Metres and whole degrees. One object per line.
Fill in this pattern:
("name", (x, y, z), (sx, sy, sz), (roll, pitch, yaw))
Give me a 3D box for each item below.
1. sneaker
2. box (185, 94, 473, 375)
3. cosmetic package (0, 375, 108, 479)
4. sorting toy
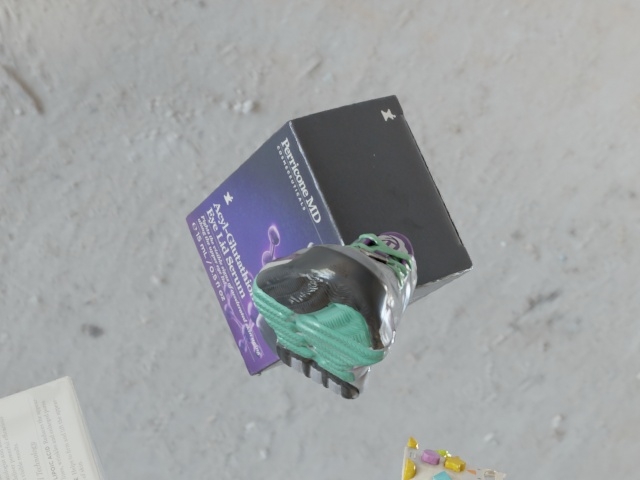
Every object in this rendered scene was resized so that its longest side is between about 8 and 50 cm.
("sneaker", (0.018, 0.021, 0.685), (0.098, 0.083, 0.224), (-58, 174, -15))
("box", (0.000, 0.000, 0.945), (0.108, 0.153, 0.207), (-17, 168, -34))
("cosmetic package", (-0.316, 0.263, 1.226), (0.183, 0.151, 0.151), (-19, 146, -11))
("sorting toy", (0.095, 0.172, 0.839), (0.075, 0.083, 0.045), (6, 104, 4))
